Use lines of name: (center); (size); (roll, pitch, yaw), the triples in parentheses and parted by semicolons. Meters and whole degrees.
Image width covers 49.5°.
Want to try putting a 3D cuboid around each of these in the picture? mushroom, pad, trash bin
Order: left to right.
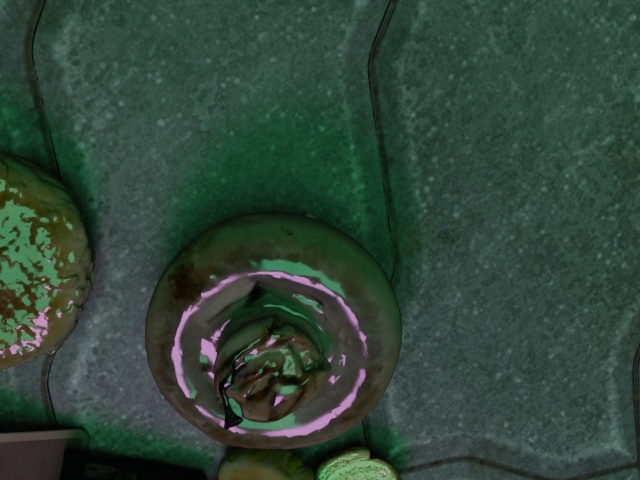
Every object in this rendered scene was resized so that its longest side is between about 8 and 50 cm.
pad: (-0.481, 0.364, 1.026); (0.266, 0.002, 0.176); (10, 100, -43)
trash bin: (-0.300, 0.434, 1.075); (0.226, 0.115, 0.165); (13, 99, -18)
mushroom: (-0.064, 0.144, 0.962); (0.363, 0.294, 0.362); (0, 110, 0)

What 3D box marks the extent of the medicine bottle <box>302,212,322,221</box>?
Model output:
medicine bottle: (0.000, 0.000, 1.077); (0.089, 0.052, 0.052); (35, 94, -13)

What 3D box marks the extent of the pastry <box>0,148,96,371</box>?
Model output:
pastry: (-0.468, 0.035, 0.968); (0.330, 0.136, 0.329); (-2, 100, -9)

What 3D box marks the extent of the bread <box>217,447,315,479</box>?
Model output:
bread: (-0.075, 0.422, 1.101); (0.213, 0.105, 0.213); (3, 97, 30)

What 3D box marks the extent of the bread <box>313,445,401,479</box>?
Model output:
bread: (0.058, 0.400, 1.139); (0.149, 0.073, 0.122); (-13, 83, -3)
